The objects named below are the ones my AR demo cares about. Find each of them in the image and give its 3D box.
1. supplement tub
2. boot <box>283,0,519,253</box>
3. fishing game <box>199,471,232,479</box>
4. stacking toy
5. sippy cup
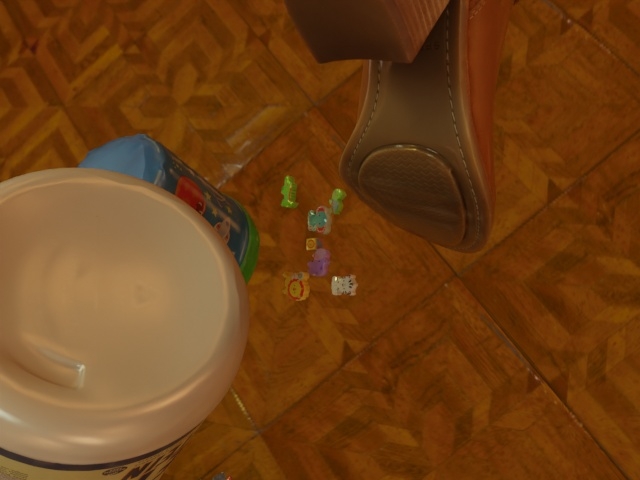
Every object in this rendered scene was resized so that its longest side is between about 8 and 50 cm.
[{"bbox_3d":[-0.219,0.118,0.588,0.235,0.235,0.325,63,143,23],"label":"supplement tub"},{"bbox_3d":[0.087,-0.140,0.425,0.109,0.283,0.220,14,63,36],"label":"boot"},{"bbox_3d":[-0.236,0.476,1.172,0.041,0.264,0.189,36,82,13],"label":"fishing game"},{"bbox_3d":[0.000,0.000,1.234,0.052,0.167,0.221,-6,83,36],"label":"stacking toy"},{"bbox_3d":[-0.237,-0.022,0.955,0.305,0.224,0.240,6,61,28],"label":"sippy cup"}]
